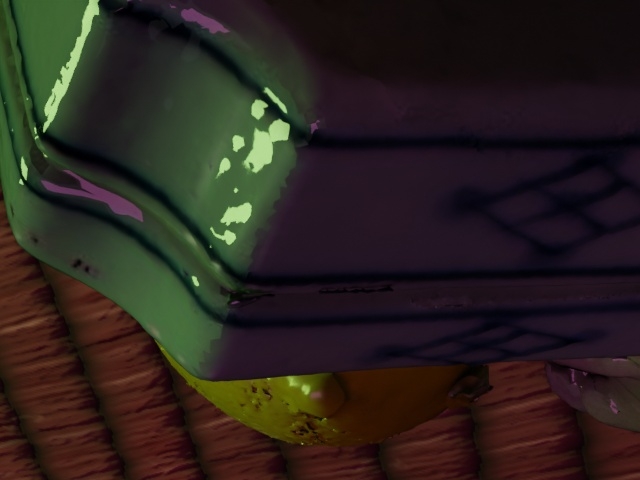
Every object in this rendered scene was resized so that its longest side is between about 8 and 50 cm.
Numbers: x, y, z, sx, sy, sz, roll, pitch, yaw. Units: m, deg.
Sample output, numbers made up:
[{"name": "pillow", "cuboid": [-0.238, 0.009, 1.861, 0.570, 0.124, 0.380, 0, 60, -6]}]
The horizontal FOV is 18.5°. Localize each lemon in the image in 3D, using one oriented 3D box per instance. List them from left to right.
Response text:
[{"name": "lemon", "cuboid": [0.000, 0.000, 0.886, 0.173, 0.206, 0.173, -15, 130, -19]}]

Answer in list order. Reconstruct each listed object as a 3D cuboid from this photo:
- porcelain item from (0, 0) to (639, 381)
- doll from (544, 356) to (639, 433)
[{"name": "porcelain item", "cuboid": [0.027, -0.100, 0.644, 0.281, 0.286, 0.157, -2, 145, -25]}, {"name": "doll", "cuboid": [0.143, 0.015, 0.829, 0.095, 0.149, 0.192, 52, 173, 39]}]
